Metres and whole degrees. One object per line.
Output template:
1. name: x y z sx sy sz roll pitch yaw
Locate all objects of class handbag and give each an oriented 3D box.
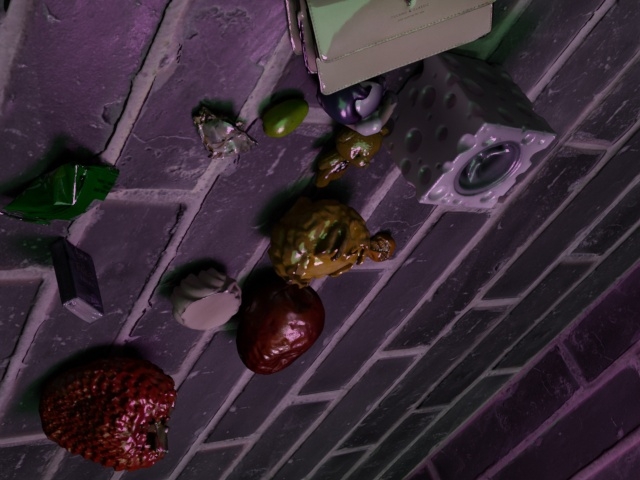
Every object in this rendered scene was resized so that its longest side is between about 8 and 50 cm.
1. handbag: 0.127 -0.435 1.538 0.359 0.160 0.236 -22 141 -9

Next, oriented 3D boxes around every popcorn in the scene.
1. popcorn: 0.000 0.000 2.050 0.250 0.190 0.250 -25 147 -18

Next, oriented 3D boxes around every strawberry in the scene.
1. strawberry: -0.552 0.431 2.237 0.351 0.267 0.312 9 112 -3

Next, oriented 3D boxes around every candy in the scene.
1. candy: -0.495 -0.084 1.653 0.203 0.078 0.141 -30 149 15

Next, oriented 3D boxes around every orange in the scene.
1. orange: 0.166 0.024 2.331 0.086 0.062 0.086 -21 151 -12

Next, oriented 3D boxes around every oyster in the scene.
1. oyster: -0.189 -0.212 1.720 0.108 0.053 0.165 -4 159 11

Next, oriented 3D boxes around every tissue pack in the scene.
1. tissue pack: -0.512 0.084 1.809 0.051 0.156 0.112 -26 149 6

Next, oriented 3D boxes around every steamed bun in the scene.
1. steamed bun: -0.282 0.137 2.114 0.183 0.106 0.182 -21 145 -15

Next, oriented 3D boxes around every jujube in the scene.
1. jujube: -0.114 0.232 2.291 0.223 0.223 0.318 -8 148 -29

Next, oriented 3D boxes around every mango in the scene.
1. mango: -0.070 -0.252 1.754 0.108 0.056 0.073 -34 154 -13

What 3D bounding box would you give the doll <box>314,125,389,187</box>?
1. doll: 0.064 -0.181 1.915 0.137 0.097 0.209 -17 158 -35

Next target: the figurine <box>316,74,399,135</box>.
1. figurine: 0.059 -0.284 1.729 0.145 0.145 0.222 -35 150 12

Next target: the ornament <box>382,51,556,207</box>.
1. ornament: 0.311 -0.237 1.886 0.239 0.239 0.240 1 139 -40
